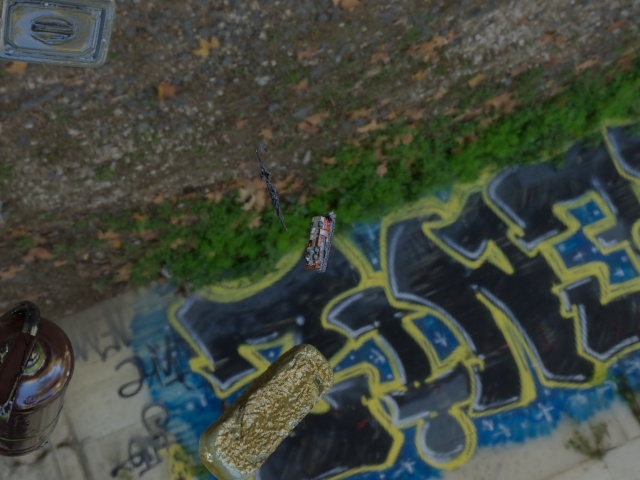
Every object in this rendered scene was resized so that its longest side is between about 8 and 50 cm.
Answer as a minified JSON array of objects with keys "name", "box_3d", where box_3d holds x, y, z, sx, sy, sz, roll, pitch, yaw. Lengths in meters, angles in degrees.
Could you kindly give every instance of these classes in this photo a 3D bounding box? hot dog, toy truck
[{"name":"hot dog","box_3d":[-0.076,0.234,0.971,0.073,0.084,0.242,-29,-171,46]},{"name":"toy truck","box_3d":[0.000,0.000,0.940,0.032,0.083,0.024,18,165,-36]}]

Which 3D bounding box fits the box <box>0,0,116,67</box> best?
[{"name":"box","box_3d":[-0.285,-0.237,0.745,0.122,0.062,0.089,-2,137,-31]}]

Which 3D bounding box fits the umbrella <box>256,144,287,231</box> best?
[{"name":"umbrella","box_3d":[-0.077,-0.077,1.093,0.022,0.149,0.022,-20,-154,-15]}]

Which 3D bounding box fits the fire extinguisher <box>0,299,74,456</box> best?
[{"name":"fire extinguisher","box_3d":[-0.320,0.164,0.738,0.105,0.142,0.341,12,152,-18]}]
